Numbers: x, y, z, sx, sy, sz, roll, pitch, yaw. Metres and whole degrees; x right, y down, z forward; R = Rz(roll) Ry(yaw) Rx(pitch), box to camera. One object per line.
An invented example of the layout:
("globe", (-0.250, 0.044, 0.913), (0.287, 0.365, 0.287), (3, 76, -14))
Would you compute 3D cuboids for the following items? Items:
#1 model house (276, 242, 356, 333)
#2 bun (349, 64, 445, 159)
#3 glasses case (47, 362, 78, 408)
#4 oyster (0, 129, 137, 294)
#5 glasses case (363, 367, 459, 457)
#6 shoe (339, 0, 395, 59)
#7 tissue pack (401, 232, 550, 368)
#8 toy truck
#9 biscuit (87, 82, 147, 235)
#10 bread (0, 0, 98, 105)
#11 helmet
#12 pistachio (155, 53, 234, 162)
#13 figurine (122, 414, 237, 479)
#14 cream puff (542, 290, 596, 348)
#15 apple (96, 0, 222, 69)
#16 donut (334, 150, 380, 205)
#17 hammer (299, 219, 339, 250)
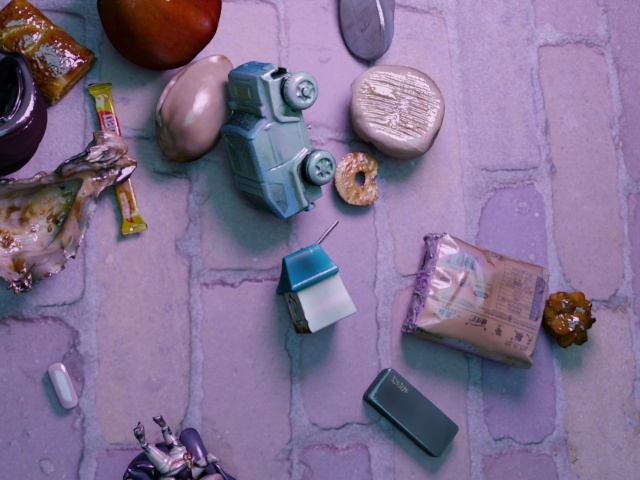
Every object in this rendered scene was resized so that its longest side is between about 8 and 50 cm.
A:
("model house", (-0.018, 0.089, 1.665), (0.100, 0.127, 0.148), (-22, 90, -17))
("bun", (0.143, -0.249, 1.767), (0.193, 0.128, 0.178), (18, 76, 1))
("glasses case", (-0.451, 0.255, 1.578), (0.032, 0.021, 0.083), (-23, 87, -19))
("oyster", (-0.468, -0.072, 1.560), (0.337, 0.133, 0.197), (-46, 116, -13))
("glasses case", (0.173, 0.329, 1.719), (0.184, 0.039, 0.077), (41, 74, -5))
("shoe", (0.100, -0.488, 1.816), (0.100, 0.103, 0.251), (-17, 101, -59))
("tissue pack", (0.309, 0.114, 1.749), (0.257, 0.123, 0.215), (18, 79, -10))
("toy truck", (-0.083, -0.185, 1.635), (0.156, 0.155, 0.278), (-29, 119, -27))
("biscuit", (-0.376, -0.153, 1.665), (0.048, 0.026, 0.291), (-14, 84, -9))
("bread", (-0.507, -0.343, 1.621), (0.172, 0.103, 0.132), (41, 77, -8))
("helmet", (-0.602, -0.218, 1.537), (0.305, 0.177, 0.225), (19, 67, 16))
("pistachio", (-0.229, -0.242, 1.665), (0.144, 0.144, 0.215), (29, 71, -8))
("figurine", (-0.223, 0.432, 1.523), (0.175, 0.197, 0.265), (-32, 70, -16))
("cream puff", (0.498, 0.154, 1.806), (0.116, 0.094, 0.122), (33, 79, -5))
("apple", (-0.290, -0.431, 1.629), (0.234, 0.234, 0.234), (2, 80, -14))
("donut", (0.069, -0.120, 1.766), (0.097, 0.043, 0.108), (9, 80, -13))
("hammer", (0.000, 0.000, 1.744), (0.035, 0.019, 0.110), (44, 68, -4))
